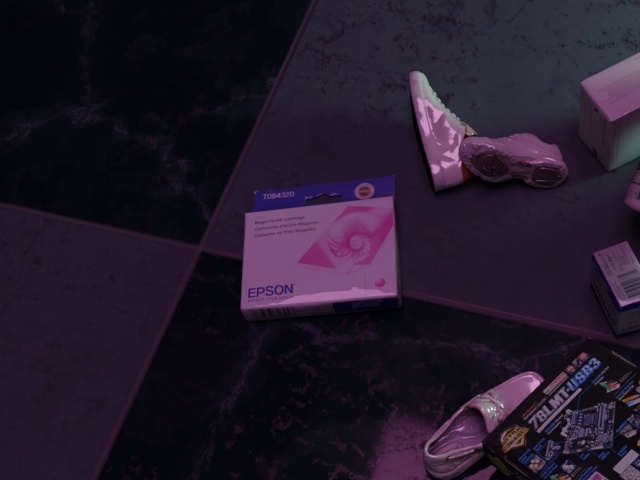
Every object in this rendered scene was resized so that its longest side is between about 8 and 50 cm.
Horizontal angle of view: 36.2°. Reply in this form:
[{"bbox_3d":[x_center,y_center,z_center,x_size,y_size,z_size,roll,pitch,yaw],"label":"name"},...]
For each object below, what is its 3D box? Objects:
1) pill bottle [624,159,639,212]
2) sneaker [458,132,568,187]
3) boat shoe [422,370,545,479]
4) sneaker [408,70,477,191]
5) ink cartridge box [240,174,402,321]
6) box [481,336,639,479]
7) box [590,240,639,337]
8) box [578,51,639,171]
[{"bbox_3d":[0.728,-0.197,1.831,0.204,0.204,0.361,24,100,25],"label":"pill bottle"},{"bbox_3d":[0.398,-0.181,2.050,0.232,0.090,0.115,13,45,-8],"label":"sneaker"},{"bbox_3d":[0.301,0.324,1.766,0.277,0.096,0.098,-37,56,-11],"label":"boat shoe"},{"bbox_3d":[0.268,-0.245,2.127,0.123,0.106,0.290,-14,68,2],"label":"sneaker"},{"bbox_3d":[0.000,0.000,2.055,0.324,0.071,0.330,-7,59,10],"label":"ink cartridge box"},{"bbox_3d":[0.479,0.342,1.659,0.295,0.073,0.293,-39,46,-20],"label":"box"},{"bbox_3d":[0.560,0.093,1.821,0.072,0.137,0.126,-19,57,3],"label":"box"},{"bbox_3d":[0.634,-0.267,1.998,0.182,0.181,0.119,-27,56,-4],"label":"box"}]
